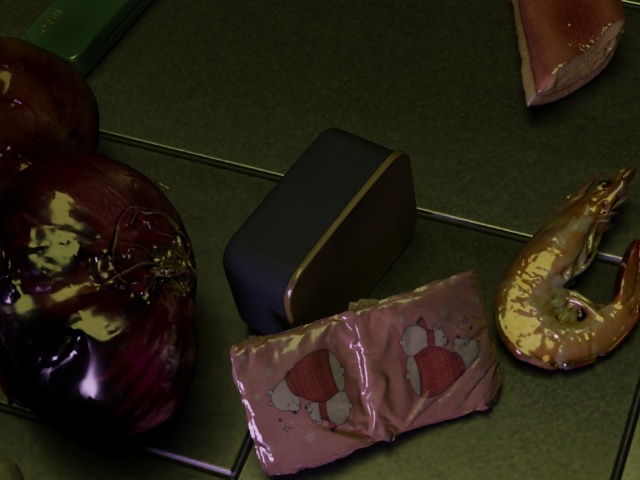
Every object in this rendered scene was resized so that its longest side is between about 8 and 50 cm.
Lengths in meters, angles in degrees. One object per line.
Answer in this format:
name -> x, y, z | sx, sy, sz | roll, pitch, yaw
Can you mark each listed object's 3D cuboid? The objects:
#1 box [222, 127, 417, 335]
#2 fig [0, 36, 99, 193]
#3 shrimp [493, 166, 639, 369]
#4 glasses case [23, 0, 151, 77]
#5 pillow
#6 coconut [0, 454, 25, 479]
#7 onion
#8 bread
box -> 0.000, 0.000, 1.532 | 0.090, 0.144, 0.201 | 26, 64, 26
fig -> -0.342, -0.131, 1.680 | 0.191, 0.190, 0.290 | -30, 17, -14
shrimp -> 0.260, 0.027, 1.540 | 0.133, 0.053, 0.236 | 26, 65, 23
glasses case -> -0.250, -0.264, 1.795 | 0.078, 0.039, 0.184 | 25, 62, 21
pillow -> 0.046, 0.122, 1.470 | 0.248, 0.049, 0.135 | -18, 93, -10
coconut -> -0.330, 0.273, 1.336 | 0.231, 0.227, 0.227 | 1, 56, 7
onion -> -0.213, 0.060, 1.473 | 0.281, 0.221, 0.280 | -7, 75, 27
bread -> 0.266, -0.225, 1.701 | 0.119, 0.067, 0.192 | -8, 54, 10
